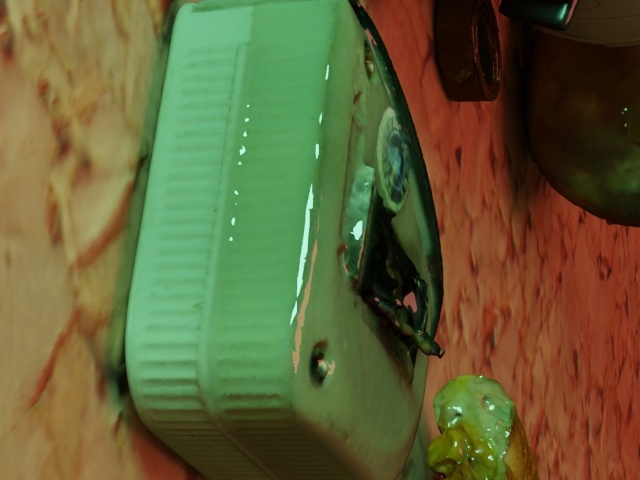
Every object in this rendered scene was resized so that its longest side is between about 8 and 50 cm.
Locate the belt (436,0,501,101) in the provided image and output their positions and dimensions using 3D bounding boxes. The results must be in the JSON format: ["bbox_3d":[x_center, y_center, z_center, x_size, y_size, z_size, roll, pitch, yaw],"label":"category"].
[{"bbox_3d":[0.106,-0.139,1.260,0.059,0.036,0.083,-52,136,-52],"label":"belt"}]

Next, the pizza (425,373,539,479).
[{"bbox_3d":[0.098,0.259,1.122,0.226,0.086,0.335,-16,101,-65],"label":"pizza"}]

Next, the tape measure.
[{"bbox_3d":[0.000,0.000,0.836,0.207,0.115,0.235,49,42,-57],"label":"tape measure"}]

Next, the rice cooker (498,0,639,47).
[{"bbox_3d":[0.205,-0.273,1.254,0.280,0.241,0.227,-67,159,-8],"label":"rice cooker"}]

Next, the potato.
[{"bbox_3d":[0.320,-0.123,1.469,0.301,0.289,0.237,47,21,-30],"label":"potato"}]
